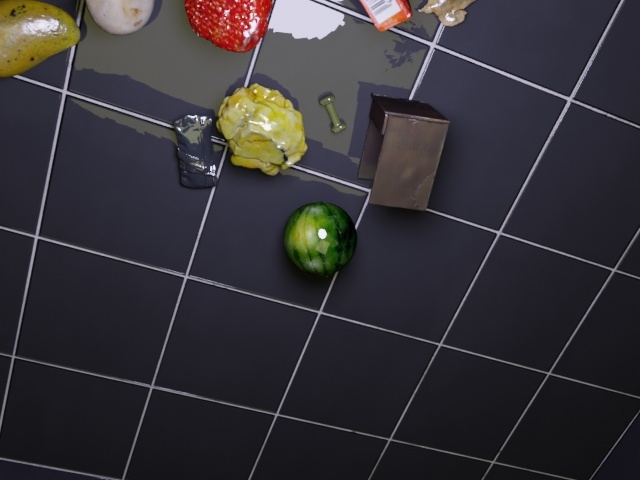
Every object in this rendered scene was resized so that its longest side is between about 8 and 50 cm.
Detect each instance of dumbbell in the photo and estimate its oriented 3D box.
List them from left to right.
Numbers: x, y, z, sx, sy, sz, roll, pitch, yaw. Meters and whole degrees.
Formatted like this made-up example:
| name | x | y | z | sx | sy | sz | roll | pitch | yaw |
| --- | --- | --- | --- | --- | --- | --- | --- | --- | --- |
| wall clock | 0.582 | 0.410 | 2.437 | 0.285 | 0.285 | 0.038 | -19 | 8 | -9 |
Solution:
| name | x | y | z | sx | sy | sz | roll | pitch | yaw |
| --- | --- | --- | --- | --- | --- | --- | --- | --- | --- |
| dumbbell | 0.039 | -0.396 | 1.828 | 0.052 | 0.046 | 0.118 | -22 | 115 | 10 |

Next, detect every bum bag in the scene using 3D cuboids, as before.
| name | x | y | z | sx | sy | sz | roll | pitch | yaw |
| --- | --- | --- | --- | --- | --- | --- | --- | --- | --- |
| bum bag | -0.387 | -0.276 | 1.832 | 0.123 | 0.060 | 0.248 | -1 | 117 | -5 |

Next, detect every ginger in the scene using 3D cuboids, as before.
| name | x | y | z | sx | sy | sz | roll | pitch | yaw |
| --- | --- | --- | --- | --- | --- | --- | --- | --- | --- |
| ginger | 0.399 | -0.721 | 1.706 | 0.133 | 0.059 | 0.214 | 32 | 109 | -23 |

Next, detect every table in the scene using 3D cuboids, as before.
| name | x | y | z | sx | sy | sz | roll | pitch | yaw |
| --- | --- | --- | --- | --- | --- | --- | --- | --- | --- |
| table | 0.237 | -0.273 | 1.795 | 0.196 | 0.250 | 0.282 | 7 | 115 | -10 |

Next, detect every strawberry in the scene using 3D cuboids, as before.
| name | x | y | z | sx | sy | sz | roll | pitch | yaw |
| --- | --- | --- | --- | --- | --- | --- | --- | --- | --- |
| strawberry | -0.242 | -0.651 | 1.574 | 0.261 | 0.257 | 0.261 | 0 | 122 | 0 |

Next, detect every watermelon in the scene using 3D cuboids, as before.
| name | x | y | z | sx | sy | sz | roll | pitch | yaw |
| --- | --- | --- | --- | --- | --- | --- | --- | --- | --- |
| watermelon | -0.001 | -0.005 | 1.902 | 0.242 | 0.242 | 0.242 | -2 | 115 | -5 |

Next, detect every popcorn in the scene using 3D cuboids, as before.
| name | x | y | z | sx | sy | sz | roll | pitch | yaw |
| --- | --- | --- | --- | --- | --- | --- | --- | --- | --- |
| popcorn | -0.173 | -0.326 | 1.750 | 0.286 | 0.215 | 0.252 | 27 | 103 | -21 |

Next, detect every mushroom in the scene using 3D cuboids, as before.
| name | x | y | z | sx | sy | sz | roll | pitch | yaw |
| --- | --- | --- | --- | --- | --- | --- | --- | --- | --- |
| mushroom | -0.564 | -0.667 | 1.572 | 0.215 | 0.207 | 0.207 | 25 | 114 | 16 |

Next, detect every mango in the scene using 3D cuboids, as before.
| name | x | y | z | sx | sy | sz | roll | pitch | yaw |
| --- | --- | --- | --- | --- | --- | --- | --- | --- | --- |
| mango | -0.838 | -0.557 | 1.599 | 0.329 | 0.175 | 0.176 | -19 | 160 | 3 |

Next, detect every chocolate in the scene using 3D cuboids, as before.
| name | x | y | z | sx | sy | sz | roll | pitch | yaw |
| --- | --- | --- | --- | --- | --- | --- | --- | --- | --- |
| chocolate | 0.149 | -0.707 | 1.599 | 0.108 | 0.235 | 0.237 | -30 | 116 | 23 |
